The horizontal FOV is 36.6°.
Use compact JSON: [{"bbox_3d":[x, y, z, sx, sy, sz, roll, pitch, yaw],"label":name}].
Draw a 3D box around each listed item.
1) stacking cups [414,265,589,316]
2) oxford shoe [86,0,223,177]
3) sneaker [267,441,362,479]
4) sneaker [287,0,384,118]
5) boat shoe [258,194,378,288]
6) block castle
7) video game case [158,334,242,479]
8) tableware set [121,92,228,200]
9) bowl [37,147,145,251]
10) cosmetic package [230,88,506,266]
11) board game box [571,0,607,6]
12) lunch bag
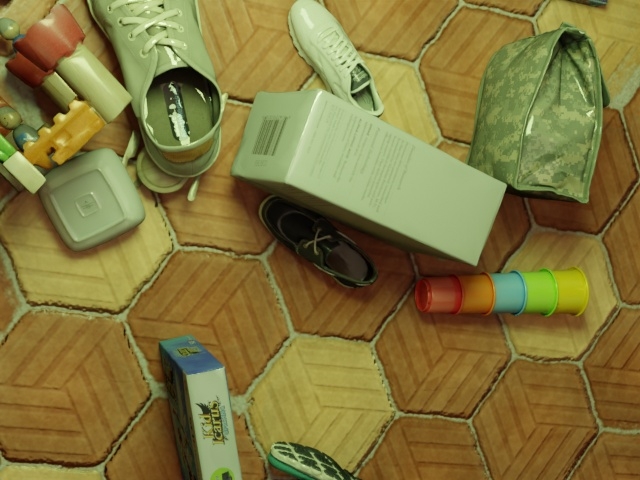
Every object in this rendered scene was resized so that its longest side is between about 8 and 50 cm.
[{"bbox_3d":[0.327,0.103,1.756,0.316,0.096,0.096,-3,96,-18],"label":"stacking cups"},{"bbox_3d":[-0.251,-0.317,1.473,0.169,0.130,0.449,-17,90,-11],"label":"oxford shoe"},{"bbox_3d":[0.013,0.444,1.665,0.275,0.107,0.110,40,90,-18],"label":"sneaker"},{"bbox_3d":[0.033,-0.302,1.611,0.090,0.095,0.235,-37,104,-12],"label":"sneaker"},{"bbox_3d":[0.000,0.000,1.633,0.233,0.079,0.084,38,83,-17],"label":"boat shoe"},{"bbox_3d":[-0.497,-0.122,1.322,0.453,0.303,0.213,-46,107,-12],"label":"block castle"},{"bbox_3d":[-0.184,0.289,1.486,0.061,0.269,0.244,-9,97,-17],"label":"video game case"},{"bbox_3d":[-0.234,-0.167,1.555,0.128,0.039,0.194,19,82,-9],"label":"tableware set"},{"bbox_3d":[-0.357,-0.058,1.492,0.142,0.053,0.142,-25,103,2],"label":"bowl"},{"bbox_3d":[0.078,-0.097,1.556,0.385,0.217,0.156,21,86,-31],"label":"cosmetic package"},{"bbox_3d":[0.442,-0.515,1.773,0.201,0.035,0.136,7,92,-20],"label":"board game box"},{"bbox_3d":[0.373,-0.218,1.666,0.169,0.235,0.287,9,92,-15],"label":"lunch bag"}]
